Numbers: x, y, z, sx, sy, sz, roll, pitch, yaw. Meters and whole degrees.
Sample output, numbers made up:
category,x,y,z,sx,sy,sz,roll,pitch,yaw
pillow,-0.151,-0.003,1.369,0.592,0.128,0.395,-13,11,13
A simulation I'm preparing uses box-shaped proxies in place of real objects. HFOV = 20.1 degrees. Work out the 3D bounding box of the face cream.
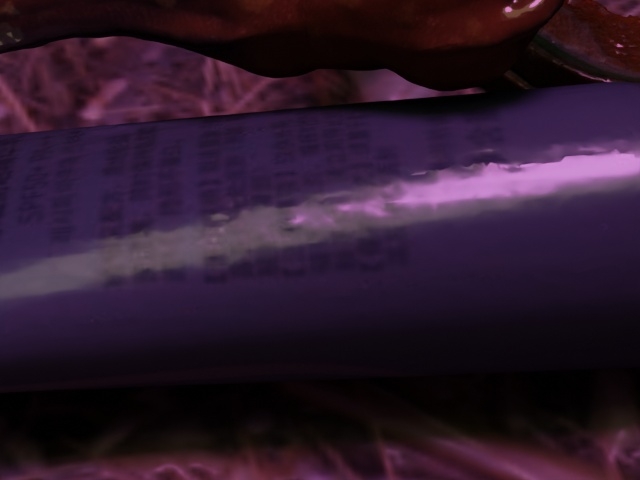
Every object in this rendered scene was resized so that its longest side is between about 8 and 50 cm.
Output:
category,x,y,z,sx,sy,sz,roll,pitch,yaw
face cream,0.000,0.000,0.549,0.385,0.086,0.135,-3,31,0

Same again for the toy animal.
category,x,y,z,sx,sy,sz,roll,pitch,yaw
toy animal,-0.030,-0.087,0.570,0.224,0.066,0.230,22,52,37

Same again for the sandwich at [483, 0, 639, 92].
category,x,y,z,sx,sy,sz,roll,pitch,yaw
sandwich,0.096,-0.071,0.665,0.067,0.029,0.135,-33,54,-32
